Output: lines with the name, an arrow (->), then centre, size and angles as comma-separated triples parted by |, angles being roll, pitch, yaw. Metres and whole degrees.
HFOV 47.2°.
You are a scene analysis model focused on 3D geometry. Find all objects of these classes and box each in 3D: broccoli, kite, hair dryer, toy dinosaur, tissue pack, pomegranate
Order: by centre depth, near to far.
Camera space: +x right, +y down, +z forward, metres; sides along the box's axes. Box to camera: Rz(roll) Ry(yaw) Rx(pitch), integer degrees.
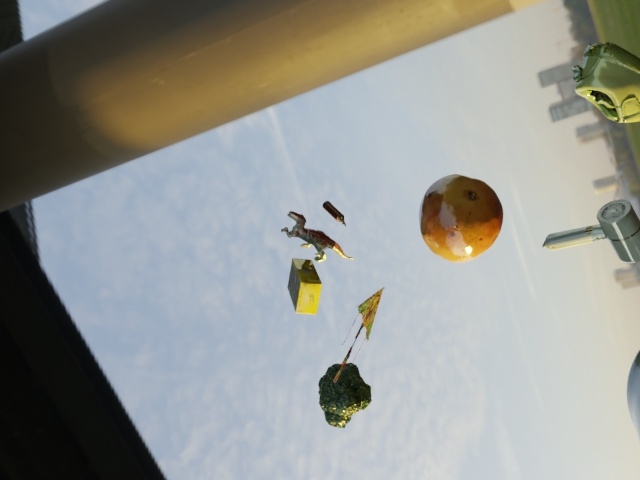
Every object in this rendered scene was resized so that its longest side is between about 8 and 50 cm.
hair dryer -> 0.377, -0.003, 1.018 | 0.082, 0.137, 0.047 | 52, -137, -28
pomegranate -> 0.298, -0.045, 1.578 | 0.191, 0.191, 0.191 | 45, -144, -47
kite -> 0.086, 0.204, 1.620 | 0.244, 0.006, 0.198 | -60, -23, -18
tissue pack -> -0.044, 0.123, 2.004 | 0.176, 0.062, 0.095 | -120, 38, -68
broccoli -> 0.064, 0.435, 2.064 | 0.156, 0.195, 0.195 | 28, -131, -40
toy dinosaur -> 0.000, 0.000, 2.087 | 0.242, 0.167, 0.053 | 21, -125, -9

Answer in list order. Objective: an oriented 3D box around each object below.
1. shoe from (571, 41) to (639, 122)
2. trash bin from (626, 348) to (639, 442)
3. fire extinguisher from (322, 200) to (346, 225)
shoe -> 0.617, -0.291, 1.447 | 0.262, 0.128, 0.140 | 35, -161, -4
trash bin -> 0.518, 0.258, 0.851 | 0.280, 0.281, 0.432 | 68, -157, -12
fire extinguisher -> 0.036, -0.063, 1.733 | 0.083, 0.022, 0.028 | 45, 161, 42
